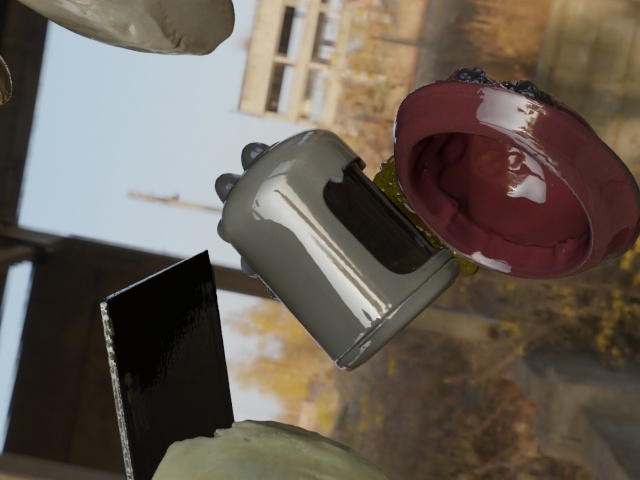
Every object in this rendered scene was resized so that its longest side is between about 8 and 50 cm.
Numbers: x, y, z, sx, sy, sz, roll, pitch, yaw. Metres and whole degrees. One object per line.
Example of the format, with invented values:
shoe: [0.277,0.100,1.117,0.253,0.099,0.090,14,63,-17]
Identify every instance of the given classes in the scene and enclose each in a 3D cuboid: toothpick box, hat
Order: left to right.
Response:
toothpick box: [0.000,0.000,1.571,0.229,0.316,0.229,-43,-5,-4]
hat: [0.147,-0.054,0.888,0.089,0.205,0.205,-58,-13,-28]

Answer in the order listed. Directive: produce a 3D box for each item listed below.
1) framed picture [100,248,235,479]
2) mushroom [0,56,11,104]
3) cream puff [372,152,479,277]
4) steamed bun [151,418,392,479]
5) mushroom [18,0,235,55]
framed picture: [-0.164,0.160,1.375,0.338,0.014,0.255,-35,-62,-75]
mushroom: [-0.659,-0.321,2.042,0.351,0.095,0.123,22,-85,-54]
cream puff: [0.154,-0.053,1.786,0.195,0.194,0.221,97,-172,-55]
steamed bun: [-0.063,0.315,1.126,0.273,0.290,0.272,-51,-37,-77]
mushroom: [-0.274,-0.311,1.482,0.128,0.350,0.128,-162,90,-80]
